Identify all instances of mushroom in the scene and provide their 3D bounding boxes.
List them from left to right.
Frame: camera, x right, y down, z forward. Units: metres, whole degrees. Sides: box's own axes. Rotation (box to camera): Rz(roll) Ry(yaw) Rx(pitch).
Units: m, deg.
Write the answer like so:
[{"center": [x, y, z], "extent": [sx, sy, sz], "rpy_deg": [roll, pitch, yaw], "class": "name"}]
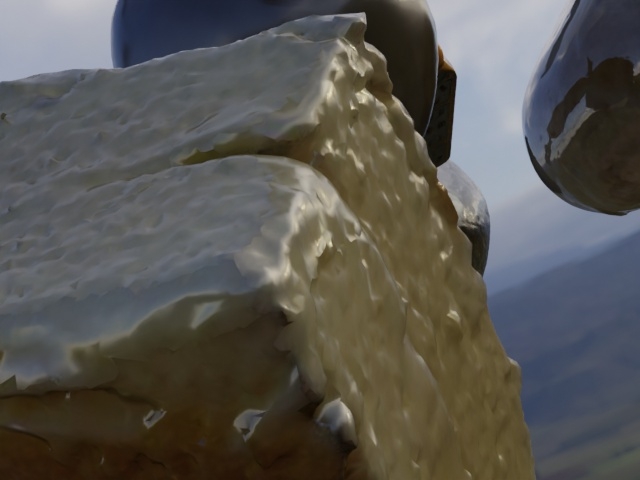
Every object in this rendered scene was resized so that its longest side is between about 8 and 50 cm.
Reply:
[{"center": [0.348, -0.137, 1.496], "extent": [0.292, 0.290, 0.292], "rpy_deg": [-59, 8, 13], "class": "mushroom"}]

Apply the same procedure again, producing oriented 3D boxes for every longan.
[{"center": [-0.033, -0.137, 1.267], "extent": [0.258, 0.258, 0.258], "rpy_deg": [-22, -11, -4], "class": "longan"}]

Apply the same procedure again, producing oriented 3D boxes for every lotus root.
[{"center": [0.121, -0.008, 1.874], "extent": [0.152, 0.160, 0.275], "rpy_deg": [-52, 11, 25], "class": "lotus root"}]

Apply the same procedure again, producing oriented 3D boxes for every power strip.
[{"center": [0.094, -0.119, 1.442], "extent": [0.049, 0.028, 0.178], "rpy_deg": [-28, -31, -17], "class": "power strip"}]

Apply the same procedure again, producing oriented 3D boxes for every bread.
[{"center": [-0.090, 0.114, 0.873], "extent": [0.390, 0.371, 0.279], "rpy_deg": [-10, 37, 27], "class": "bread"}]
